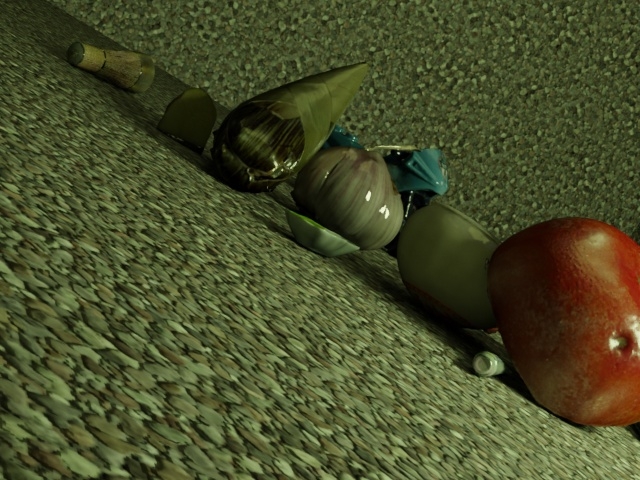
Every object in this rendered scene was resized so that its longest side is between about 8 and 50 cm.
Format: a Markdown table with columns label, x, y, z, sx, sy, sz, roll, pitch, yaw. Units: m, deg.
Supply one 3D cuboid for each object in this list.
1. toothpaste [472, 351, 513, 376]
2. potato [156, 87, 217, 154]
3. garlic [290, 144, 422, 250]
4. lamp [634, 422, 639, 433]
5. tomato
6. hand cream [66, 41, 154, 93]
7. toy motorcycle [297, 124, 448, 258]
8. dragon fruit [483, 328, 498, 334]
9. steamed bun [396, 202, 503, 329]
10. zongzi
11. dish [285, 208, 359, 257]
| label | x | y | z | sx | sy | sz | roll | pitch | yaw |
| --- | --- | --- | --- | --- | --- | --- | --- | --- | --- |
| toothpaste | 0.234 | 0.168 | 1.598 | 0.052 | 0.033 | 0.218 | 35 | 4 | 15 |
| potato | -0.225 | -0.219 | 2.054 | 0.096 | 0.103 | 0.066 | 31 | 9 | -18 |
| garlic | 0.065 | -0.091 | 2.136 | 0.207 | 0.207 | 0.256 | 34 | 43 | 18 |
| lamp | 0.657 | 0.373 | 1.987 | 0.266 | 0.047 | 0.269 | 33 | 6 | 7 |
| tomato | 0.407 | 0.095 | 1.668 | 0.338 | 0.144 | 0.338 | 18 | 50 | -22 |
| hand cream | -0.412 | -0.342 | 2.271 | 0.084 | 0.084 | 0.203 | 35 | 14 | 27 |
| toy motorcycle | 0.124 | -0.130 | 2.466 | 0.172 | 0.232 | 0.416 | 21 | 11 | -47 |
| dragon fruit | 0.287 | 0.089 | 2.051 | 0.133 | 0.150 | 0.207 | 0 | 0 | 2 |
| steamed bun | 0.213 | 0.056 | 1.837 | 0.232 | 0.145 | 0.232 | 39 | -6 | 5 |
| zongzi | -0.036 | -0.210 | 1.957 | 0.154 | 0.317 | 0.289 | 50 | 4 | -9 |
| dish | 0.000 | 0.000 | 1.728 | 0.091 | 0.039 | 0.137 | 31 | 3 | 43 |
